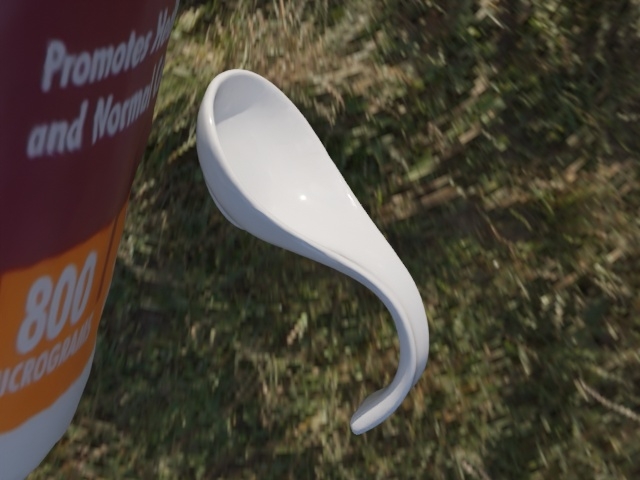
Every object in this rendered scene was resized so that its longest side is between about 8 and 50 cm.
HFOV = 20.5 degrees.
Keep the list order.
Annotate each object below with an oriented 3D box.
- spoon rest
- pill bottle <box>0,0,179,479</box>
[{"bbox_3d":[0.000,0.000,1.265,0.084,0.137,0.276,-24,101,27],"label":"spoon rest"},{"bbox_3d":[-0.120,-0.149,0.375,0.224,0.224,0.392,14,112,-5],"label":"pill bottle"}]
